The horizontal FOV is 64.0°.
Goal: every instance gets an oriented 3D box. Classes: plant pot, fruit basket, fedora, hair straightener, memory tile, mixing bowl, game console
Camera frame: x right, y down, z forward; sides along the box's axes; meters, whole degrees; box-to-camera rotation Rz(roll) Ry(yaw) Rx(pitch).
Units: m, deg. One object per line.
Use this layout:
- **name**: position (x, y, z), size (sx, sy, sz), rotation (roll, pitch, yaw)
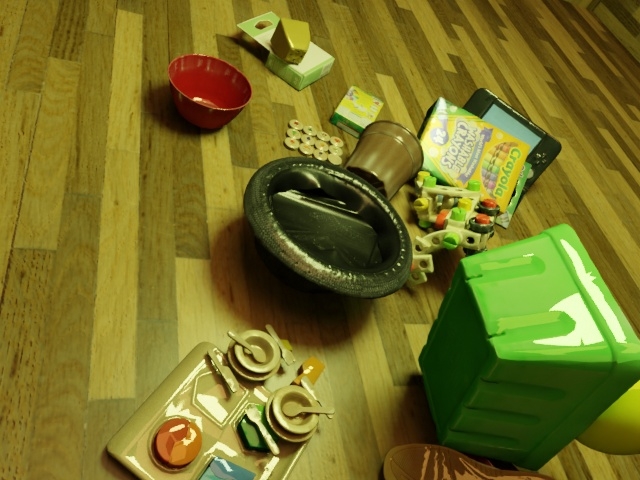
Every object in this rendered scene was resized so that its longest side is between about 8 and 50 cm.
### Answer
- **plant pot**: position (0.126, -0.160, 1.160), size (0.167, 0.167, 0.165), rotation (36, 53, 4)
- **fruit basket**: position (0.373, 0.190, 0.782), size (0.391, 0.392, 0.283), rotation (11, 45, -19)
- **fedora**: position (0.000, 0.000, 0.953), size (0.333, 0.153, 0.334), rotation (17, 48, -19)
- **hair straightener**: position (0.261, 0.326, 0.902), size (0.089, 0.047, 0.230), rotation (-23, 62, -40)
- **memory tile**: position (-0.014, -0.237, 1.244), size (0.147, 0.012, 0.113), rotation (20, 47, -12)
- **mixing bowl**: position (-0.249, -0.312, 1.123), size (0.181, 0.098, 0.182), rotation (14, 49, -17)
- **game console**: position (0.473, -0.242, 1.402), size (0.293, 0.250, 0.173), rotation (39, 19, 6)
- **plant pot**: position (-0.073, -0.507, 1.320), size (0.081, 0.081, 0.083), rotation (-2, 65, -29)

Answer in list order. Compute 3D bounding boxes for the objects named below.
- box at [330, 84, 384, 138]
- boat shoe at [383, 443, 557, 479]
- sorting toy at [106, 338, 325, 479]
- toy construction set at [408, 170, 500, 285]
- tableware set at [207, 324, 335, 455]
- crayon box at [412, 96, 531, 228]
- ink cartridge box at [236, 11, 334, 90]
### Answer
- **box**: position (0.102, -0.351, 1.380), size (0.105, 0.043, 0.179), rotation (30, 48, -2)
- **boat shoe**: position (0.231, 0.392, 0.793), size (0.276, 0.096, 0.098), rotation (12, 58, 9)
- **sorting toy**: position (-0.121, 0.250, 0.759), size (0.229, 0.041, 0.307), rotation (36, 46, 4)
- **toy construction set**: position (0.264, -0.039, 1.107), size (0.214, 0.151, 0.328), rotation (15, 43, 21)
- **tableware set**: position (-0.067, 0.211, 0.778), size (0.128, 0.039, 0.194), rotation (-17, 59, -43)
- **crayon box**: position (0.393, -0.196, 1.310), size (0.322, 0.083, 0.203), rotation (27, 77, -5)
- **ink cartridge box**: position (-0.098, -0.525, 1.411), size (0.235, 0.056, 0.171), rotation (37, 45, 7)
